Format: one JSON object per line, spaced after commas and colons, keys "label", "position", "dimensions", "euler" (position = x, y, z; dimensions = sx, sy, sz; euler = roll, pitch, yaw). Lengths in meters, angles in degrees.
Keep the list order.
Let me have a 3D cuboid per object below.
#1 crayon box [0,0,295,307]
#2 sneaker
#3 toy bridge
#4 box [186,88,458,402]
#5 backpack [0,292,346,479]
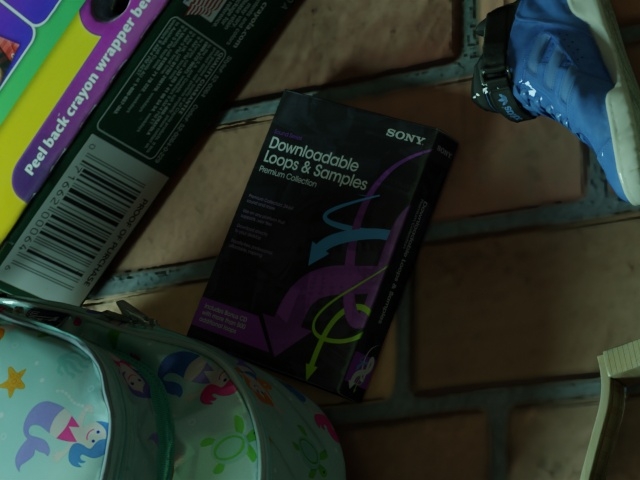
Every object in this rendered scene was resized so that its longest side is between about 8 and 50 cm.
{"label": "crayon box", "position": [-0.175, -0.187, 1.223], "dimensions": [0.313, 0.106, 0.363], "euler": [38, 94, 36]}
{"label": "sneaker", "position": [0.128, -0.073, 1.027], "dimensions": [0.084, 0.058, 0.152], "euler": [-22, 59, 17]}
{"label": "toy bridge", "position": [0.164, 0.145, 0.952], "dimensions": [0.063, 0.026, 0.188], "euler": [-21, 64, 26]}
{"label": "box", "position": [0.000, 0.000, 1.099], "dimensions": [0.116, 0.029, 0.162], "euler": [17, 81, 34]}
{"label": "backpack", "position": [-0.121, 0.148, 1.035], "dimensions": [0.253, 0.191, 0.225], "euler": [13, 80, 29]}
